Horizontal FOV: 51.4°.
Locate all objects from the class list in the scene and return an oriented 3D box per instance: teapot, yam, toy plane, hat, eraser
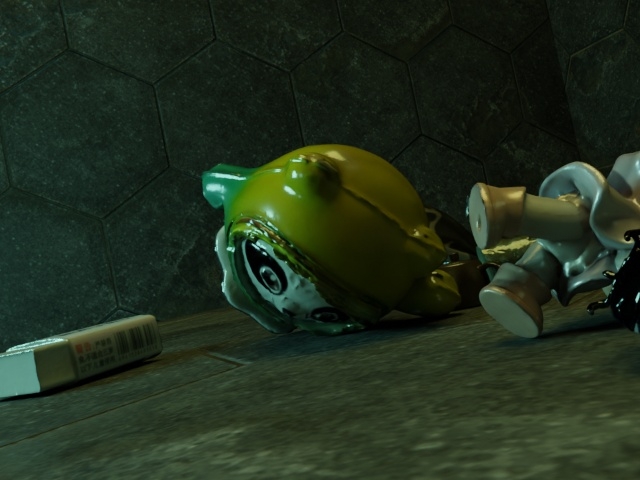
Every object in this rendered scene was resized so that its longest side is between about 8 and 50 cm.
[{"bbox_3d":[0.180,0.048,0.837,0.121,0.068,0.076,-13,-3,42],"label":"teapot"},{"bbox_3d":[0.336,0.022,1.030,0.180,0.078,0.078,-12,-2,15],"label":"yam"},{"bbox_3d":[0.218,0.031,0.380,0.197,0.053,0.078,-4,29,-45],"label":"toy plane"},{"bbox_3d":[0.249,-0.006,1.319,0.382,0.257,0.366,-34,14,-36],"label":"hat"},{"bbox_3d":[-0.328,0.154,0.887,0.125,0.067,0.210,-12,-1,28],"label":"eraser"}]

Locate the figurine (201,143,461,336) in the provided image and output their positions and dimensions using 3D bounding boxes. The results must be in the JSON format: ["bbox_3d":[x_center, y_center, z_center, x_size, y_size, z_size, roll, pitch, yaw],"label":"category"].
[{"bbox_3d":[0.000,0.000,0.817,0.231,0.324,0.340,-59,13,-22],"label":"figurine"}]

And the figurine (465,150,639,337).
[{"bbox_3d":[0.251,-0.012,0.521,0.276,0.133,0.200,-10,-23,-8],"label":"figurine"}]
